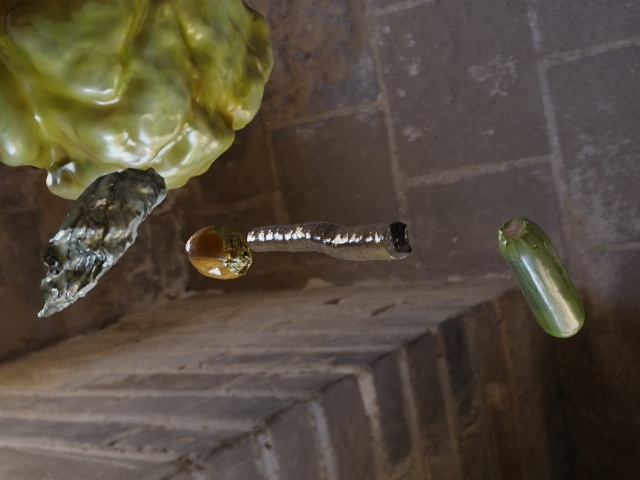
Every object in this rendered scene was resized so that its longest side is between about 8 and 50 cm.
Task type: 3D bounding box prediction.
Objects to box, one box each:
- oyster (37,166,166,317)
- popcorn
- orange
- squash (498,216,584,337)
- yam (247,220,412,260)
[{"bbox_3d":[-0.138,0.005,0.525,0.037,0.098,0.100,29,104,4],"label":"oyster"},{"bbox_3d":[-0.185,-0.208,0.745,0.334,0.294,0.292,64,162,11],"label":"popcorn"},{"bbox_3d":[-0.129,0.012,1.044,0.086,0.086,0.062,-18,57,41],"label":"orange"},{"bbox_3d":[0.286,0.054,1.061,0.066,0.066,0.229,3,146,39],"label":"squash"},{"bbox_3d":[0.000,0.000,1.038,0.327,0.045,0.045,0,128,58],"label":"yam"}]
